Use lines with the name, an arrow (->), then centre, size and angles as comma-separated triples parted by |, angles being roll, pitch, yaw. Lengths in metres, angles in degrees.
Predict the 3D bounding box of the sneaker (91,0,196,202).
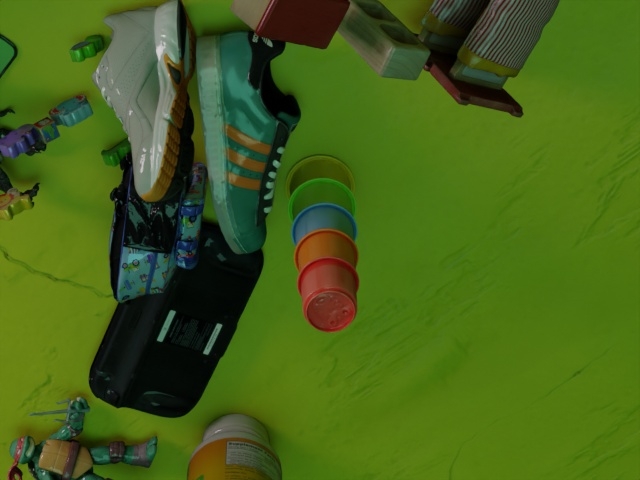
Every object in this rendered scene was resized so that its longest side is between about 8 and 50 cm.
sneaker -> -0.220, -0.166, 1.705 | 0.121, 0.262, 0.099 | -3, 157, 11

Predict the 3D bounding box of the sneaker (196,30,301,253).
sneaker -> -0.082, -0.119, 1.785 | 0.121, 0.108, 0.302 | -4, 118, 4

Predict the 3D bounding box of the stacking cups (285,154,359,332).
stacking cups -> 0.000, 0.000, 1.737 | 0.096, 0.316, 0.096 | 0, 118, 0

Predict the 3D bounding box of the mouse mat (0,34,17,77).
mouse mat -> -0.493, -0.215, 1.774 | 0.152, 0.007, 0.190 | 34, 111, -19

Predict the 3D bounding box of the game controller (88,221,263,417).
game controller -> -0.201, 0.114, 1.946 | 0.166, 0.067, 0.319 | 14, 119, -26

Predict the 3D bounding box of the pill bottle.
pill bottle -> -0.122, 0.355, 1.966 | 0.136, 0.246, 0.136 | -1, 119, -2

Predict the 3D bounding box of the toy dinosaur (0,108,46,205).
toy dinosaur -> -0.418, -0.103, 1.812 | 0.118, 0.064, 0.268 | 11, 121, -4

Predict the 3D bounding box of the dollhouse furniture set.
dollhouse furniture set -> 0.115, -0.280, 1.590 | 0.374, 0.152, 0.201 | 4, 125, -41

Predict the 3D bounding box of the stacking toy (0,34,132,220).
stacking toy -> -0.344, -0.144, 1.759 | 0.221, 0.052, 0.167 | -30, 124, -23

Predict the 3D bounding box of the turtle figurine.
turtle figurine -> -0.360, 0.314, 2.014 | 0.234, 0.118, 0.175 | 15, 77, -12

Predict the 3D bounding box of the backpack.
backpack -> -0.210, -0.007, 1.776 | 0.117, 0.158, 0.173 | 7, 111, -6
